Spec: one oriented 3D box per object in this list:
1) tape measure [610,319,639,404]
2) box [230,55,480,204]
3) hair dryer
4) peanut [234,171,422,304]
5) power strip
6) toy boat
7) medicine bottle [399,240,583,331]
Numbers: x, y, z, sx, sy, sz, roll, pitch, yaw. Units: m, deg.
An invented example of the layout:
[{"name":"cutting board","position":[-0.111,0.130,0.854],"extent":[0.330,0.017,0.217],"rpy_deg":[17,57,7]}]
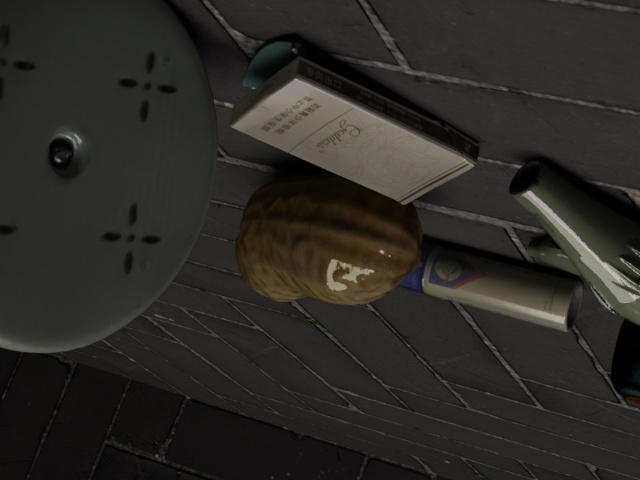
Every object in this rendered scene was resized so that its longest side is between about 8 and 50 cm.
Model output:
[{"name":"tape measure","position":[0.399,0.127,1.536],"extent":[0.223,0.135,0.202],"rpy_deg":[10,172,46]},{"name":"box","position":[0.031,-0.094,1.365],"extent":[0.198,0.029,0.109],"rpy_deg":[23,149,-28]},{"name":"hair dryer","position":[0.229,-0.010,1.434],"extent":[0.225,0.088,0.219],"rpy_deg":[28,168,48]},{"name":"peanut","position":[0.000,0.000,1.628],"extent":[0.153,0.140,0.325],"rpy_deg":[9,173,-22]},{"name":"power strip","position":[-0.253,-0.076,1.323],"extent":[0.161,0.357,0.357],"rpy_deg":[8,161,45]},{"name":"toy boat","position":[-0.030,-0.150,1.348],"extent":[0.096,0.034,0.122],"rpy_deg":[13,155,15]},{"name":"medicine bottle","position":[0.170,0.044,1.695],"extent":[0.231,0.059,0.059],"rpy_deg":[15,164,23]}]
